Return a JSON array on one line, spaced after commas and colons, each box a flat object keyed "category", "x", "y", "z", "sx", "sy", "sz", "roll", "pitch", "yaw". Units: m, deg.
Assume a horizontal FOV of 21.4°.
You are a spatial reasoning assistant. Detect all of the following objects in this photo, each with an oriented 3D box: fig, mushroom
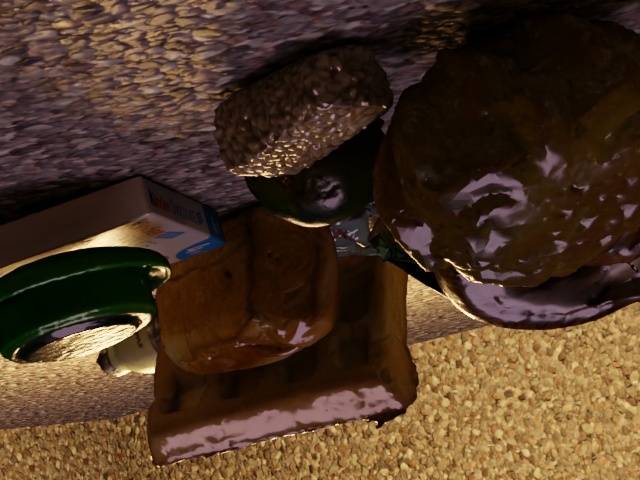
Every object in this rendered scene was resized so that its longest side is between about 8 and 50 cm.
[{"category": "fig", "x": 0.016, "y": -0.072, "z": 1.490, "sx": 0.117, "sy": 0.117, "sz": 0.177, "roll": -17, "pitch": 180, "yaw": 34}, {"category": "mushroom", "x": 0.250, "y": -0.036, "z": 1.638, "sx": 0.283, "sy": 0.195, "sz": 0.263, "roll": -17, "pitch": 128, "yaw": 29}]

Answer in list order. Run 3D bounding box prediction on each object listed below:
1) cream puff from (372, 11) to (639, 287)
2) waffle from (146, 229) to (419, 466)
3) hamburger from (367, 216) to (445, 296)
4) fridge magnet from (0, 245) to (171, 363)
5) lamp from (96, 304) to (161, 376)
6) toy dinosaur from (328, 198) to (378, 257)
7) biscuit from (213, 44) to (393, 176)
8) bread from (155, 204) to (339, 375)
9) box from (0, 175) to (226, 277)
[{"category": "cream puff", "x": 0.162, "y": -0.070, "z": 1.323, "sx": 0.244, "sy": 0.196, "sz": 0.244, "roll": 5, "pitch": 146, "yaw": 3}, {"category": "waffle", "x": -0.051, "y": 0.134, "z": 2.145, "sx": 0.348, "sy": 0.304, "sz": 0.077, "roll": -15, "pitch": 127, "yaw": 14}, {"category": "hamburger", "x": 0.195, "y": 0.008, "z": 1.963, "sx": 0.235, "sy": 0.125, "sz": 0.214, "roll": 14, "pitch": -170, "yaw": 37}, {"category": "fridge magnet", "x": -0.243, "y": 0.060, "z": 1.648, "sx": 0.208, "sy": 0.088, "sz": 0.208, "roll": -18, "pitch": 166, "yaw": -4}, {"category": "lamp", "x": -0.223, "y": 0.135, "z": 2.508, "sx": 0.250, "sy": 0.101, "sz": 0.101, "roll": -28, "pitch": 165, "yaw": 23}, {"category": "toy dinosaur", "x": 0.000, "y": 0.000, "z": 2.049, "sx": 0.167, "sy": 0.053, "sz": 0.242, "roll": -1, "pitch": 167, "yaw": -44}, {"category": "biscuit", "x": -0.016, "y": -0.101, "z": 1.335, "sx": 0.082, "sy": 0.070, "sz": 0.168, "roll": -9, "pitch": 170, "yaw": -35}, {"category": "bread", "x": -0.088, "y": 0.065, "z": 1.976, "sx": 0.132, "sy": 0.167, "sz": 0.294, "roll": -6, "pitch": 170, "yaw": -27}, {"category": "box", "x": -0.257, "y": 0.012, "z": 1.759, "sx": 0.265, "sy": 0.048, "sz": 0.273, "roll": -20, "pitch": 169, "yaw": 11}]
